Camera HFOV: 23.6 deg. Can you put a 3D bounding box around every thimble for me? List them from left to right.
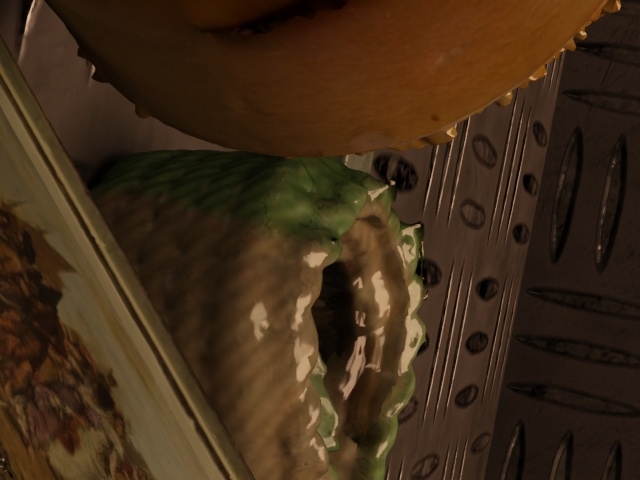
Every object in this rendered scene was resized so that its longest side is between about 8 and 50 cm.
[{"bbox_3d":[-0.039,0.059,0.806,0.219,0.150,0.219,3,90,-67],"label":"thimble"}]

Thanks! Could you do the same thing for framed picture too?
[{"bbox_3d":[-0.111,-0.001,0.484,0.274,0.017,0.217,60,15,2],"label":"framed picture"}]

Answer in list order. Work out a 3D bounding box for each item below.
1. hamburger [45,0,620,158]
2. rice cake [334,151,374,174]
[{"bbox_3d":[0.004,-0.177,0.604,0.170,0.302,0.302,23,78,-67],"label":"hamburger"},{"bbox_3d":[0.000,0.000,1.182,0.085,0.040,0.226,32,70,-74],"label":"rice cake"}]
